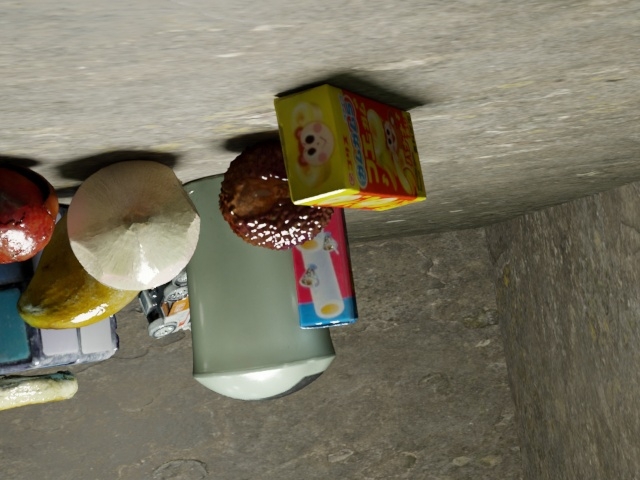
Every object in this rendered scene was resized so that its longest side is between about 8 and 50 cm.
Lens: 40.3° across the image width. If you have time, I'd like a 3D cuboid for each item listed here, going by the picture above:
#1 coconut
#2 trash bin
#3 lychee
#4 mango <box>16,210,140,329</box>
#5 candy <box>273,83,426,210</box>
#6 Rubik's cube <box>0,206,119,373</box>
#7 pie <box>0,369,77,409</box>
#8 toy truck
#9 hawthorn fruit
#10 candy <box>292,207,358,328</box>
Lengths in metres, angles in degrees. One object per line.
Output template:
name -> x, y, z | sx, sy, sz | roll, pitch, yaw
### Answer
coconut -> -0.295, -0.021, 1.395 | 0.224, 0.224, 0.234 | -6, 172, -23
trash bin -> -0.129, 0.095, 1.706 | 0.280, 0.433, 0.280 | -8, 176, -1
lychee -> -0.069, -0.069, 1.384 | 0.188, 0.188, 0.188 | -8, 175, -1
mango -> -0.400, 0.035, 1.546 | 0.316, 0.192, 0.146 | -52, 176, -31
candy -> 0.048, -0.120, 1.199 | 0.088, 0.146, 0.276 | -12, 173, 28
Rubik's cube -> -0.616, 0.105, 1.694 | 0.318, 0.316, 0.313 | -11, 175, 13
pie -> -0.651, 0.309, 1.740 | 0.337, 0.075, 0.337 | -7, 176, 0
toy truck -> -0.296, 0.065, 1.996 | 0.206, 0.173, 0.388 | -13, 155, -30
hawthorn fruit -> -0.460, -0.046, 1.256 | 0.148, 0.148, 0.172 | -9, 159, 9
candy -> -0.001, 0.000, 1.543 | 0.100, 0.306, 0.157 | -9, 176, 3
